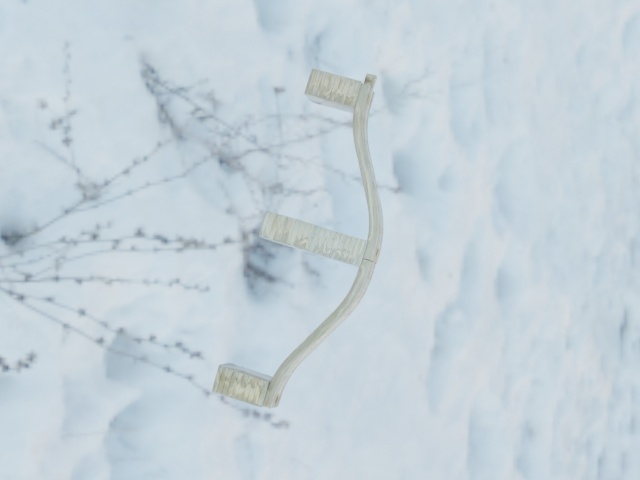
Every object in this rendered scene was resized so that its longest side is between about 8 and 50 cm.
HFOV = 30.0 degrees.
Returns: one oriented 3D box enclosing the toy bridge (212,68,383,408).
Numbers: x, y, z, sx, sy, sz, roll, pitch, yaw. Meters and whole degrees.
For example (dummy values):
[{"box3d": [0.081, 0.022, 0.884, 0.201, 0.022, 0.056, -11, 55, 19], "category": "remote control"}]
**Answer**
[{"box3d": [0.000, 0.000, 0.639, 0.026, 0.063, 0.188, 27, 80, -78], "category": "toy bridge"}]
